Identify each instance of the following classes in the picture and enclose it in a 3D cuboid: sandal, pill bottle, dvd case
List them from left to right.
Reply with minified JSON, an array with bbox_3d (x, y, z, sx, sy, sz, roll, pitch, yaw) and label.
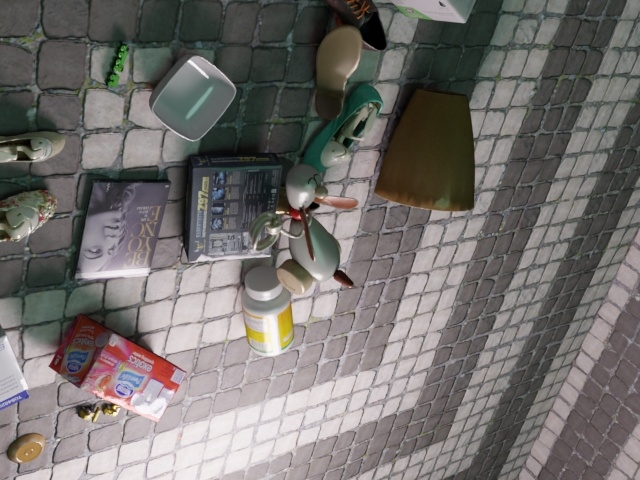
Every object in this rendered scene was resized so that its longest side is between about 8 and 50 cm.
[{"bbox_3d":[-0.391,-0.019,1.595,0.164,0.018,0.221,-4,124,-40],"label":"dvd case"},{"bbox_3d":[-0.125,0.163,1.904,0.117,0.117,0.208,-26,136,-24],"label":"pill bottle"},{"bbox_3d":[0.036,-0.363,1.665,0.240,0.088,0.079,104,1,-49],"label":"sandal"}]

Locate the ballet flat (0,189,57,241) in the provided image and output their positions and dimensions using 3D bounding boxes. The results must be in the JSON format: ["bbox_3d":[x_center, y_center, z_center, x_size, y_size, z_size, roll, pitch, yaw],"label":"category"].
[{"bbox_3d":[-0.562,-0.019,1.397,0.241,0.077,0.091,-22,133,-28],"label":"ballet flat"}]

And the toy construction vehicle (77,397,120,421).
[{"bbox_3d":[-0.481,0.372,1.819,0.098,0.035,0.086,17,109,-47],"label":"toy construction vehicle"}]

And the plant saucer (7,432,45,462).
[{"bbox_3d":[-0.637,0.456,1.765,0.083,0.015,0.083,-23,134,-26],"label":"plant saucer"}]

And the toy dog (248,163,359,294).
[{"bbox_3d":[0.000,0.000,1.723,0.220,0.161,0.334,-58,156,-13],"label":"toy dog"}]

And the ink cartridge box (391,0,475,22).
[{"bbox_3d":[0.188,-0.524,1.578,0.219,0.160,0.093,27,84,-49],"label":"ink cartridge box"}]

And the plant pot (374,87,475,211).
[{"bbox_3d":[0.259,-0.217,1.878,0.237,0.237,0.254,-6,111,-39],"label":"plant pot"}]

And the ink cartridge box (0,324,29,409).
[{"bbox_3d":[-0.687,0.293,1.563,0.223,0.045,0.224,-26,136,-24],"label":"ink cartridge box"}]

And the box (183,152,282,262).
[{"bbox_3d":[-0.184,-0.067,1.673,0.183,0.059,0.233,-5,126,-19],"label":"box"}]

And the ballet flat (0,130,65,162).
[{"bbox_3d":[-0.505,-0.149,1.361,0.168,0.052,0.057,-11,128,-36],"label":"ballet flat"}]

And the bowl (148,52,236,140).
[{"bbox_3d":[-0.242,-0.269,1.498,0.142,0.053,0.142,-51,140,3],"label":"bowl"}]

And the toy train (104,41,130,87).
[{"bbox_3d":[-0.350,-0.303,1.402,0.023,0.017,0.083,0,122,-53],"label":"toy train"}]

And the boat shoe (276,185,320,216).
[{"bbox_3d":[-0.083,-0.082,1.776,0.190,0.072,0.068,-12,129,-35],"label":"boat shoe"}]

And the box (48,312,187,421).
[{"bbox_3d":[-0.421,0.271,1.702,0.128,0.122,0.257,-61,142,-11],"label":"box"}]

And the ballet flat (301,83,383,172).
[{"bbox_3d":[0.050,-0.227,1.765,0.247,0.087,0.083,-53,140,8],"label":"ballet flat"}]

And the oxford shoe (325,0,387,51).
[{"bbox_3d":[0.060,-0.472,1.565,0.097,0.098,0.271,-46,140,-1],"label":"oxford shoe"}]
